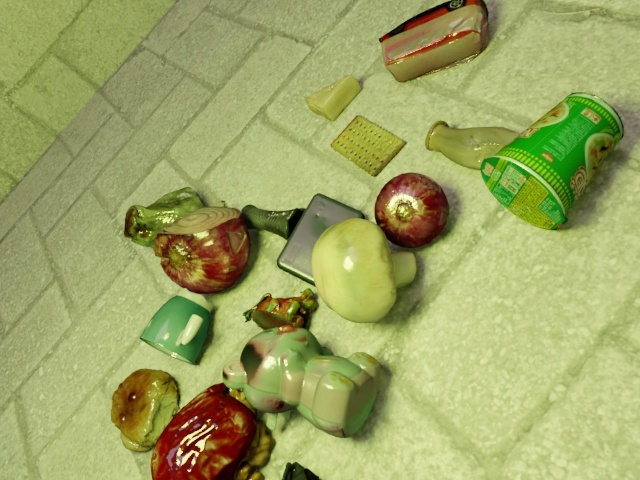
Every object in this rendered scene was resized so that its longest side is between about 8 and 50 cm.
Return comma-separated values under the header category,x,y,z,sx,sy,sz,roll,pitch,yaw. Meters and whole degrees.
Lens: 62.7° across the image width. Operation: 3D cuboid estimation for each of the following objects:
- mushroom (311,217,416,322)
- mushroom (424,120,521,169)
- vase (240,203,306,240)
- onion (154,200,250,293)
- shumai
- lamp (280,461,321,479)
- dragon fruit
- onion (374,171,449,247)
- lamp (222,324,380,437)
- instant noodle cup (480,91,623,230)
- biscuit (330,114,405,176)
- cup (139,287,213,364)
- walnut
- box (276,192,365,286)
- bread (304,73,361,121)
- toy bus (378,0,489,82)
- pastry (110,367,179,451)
category,x,y,z,sx,sy,sz,roll,pitch,yaw
mushroom,0.107,0.062,1.186,0.234,0.254,0.260,-11,51,-15
mushroom,0.361,-0.228,1.265,0.247,0.096,0.108,20,101,45
vase,-0.134,-0.053,1.507,0.237,0.115,0.116,11,69,43
onion,-0.321,0.038,1.502,0.256,0.272,0.231,17,118,48
shumai,-0.501,-0.086,1.712,0.225,0.222,0.261,7,63,41
lamp,-0.065,0.547,1.061,0.227,0.147,0.172,-40,23,-4
dragon fruit,-0.090,0.186,1.320,0.175,0.138,0.142,-35,83,-28
onion,0.212,-0.070,1.235,0.177,0.153,0.177,-10,65,21
lamp,-0.039,0.318,1.148,0.301,0.247,0.248,17,113,30
instant noodle cup,0.489,-0.171,1.085,0.232,0.207,0.207,-44,45,-8
biscuit,0.130,-0.276,1.514,0.139,0.016,0.231,-47,46,0
cup,-0.385,0.233,1.464,0.299,0.167,0.173,-19,41,59
walnut,-0.233,0.470,1.180,0.243,0.222,0.269,33,77,12
box,0.000,0.000,1.372,0.160,0.050,0.230,25,77,18
bread,0.040,-0.460,1.656,0.152,0.077,0.105,-48,47,-1
toy bus,0.324,-0.566,1.487,0.302,0.127,0.147,-13,61,27
pastry,-0.478,0.451,1.429,0.229,0.100,0.218,-48,46,2
